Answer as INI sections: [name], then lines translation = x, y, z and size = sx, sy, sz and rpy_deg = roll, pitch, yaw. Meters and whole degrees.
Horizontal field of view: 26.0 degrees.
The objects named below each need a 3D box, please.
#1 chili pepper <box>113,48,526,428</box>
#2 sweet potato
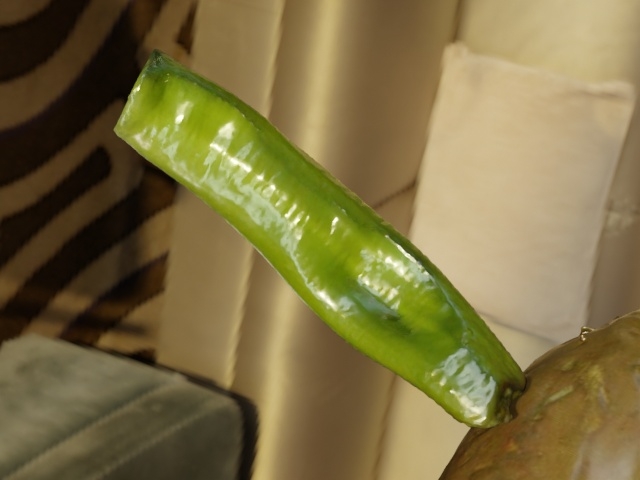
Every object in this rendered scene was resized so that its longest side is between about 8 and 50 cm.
[chili pepper]
translation = 0.000, 0.000, 0.550
size = 0.052, 0.201, 0.050
rpy_deg = -46, 173, -25
[sweet potato]
translation = 0.069, 0.171, 0.546
size = 0.423, 0.130, 0.130
rpy_deg = -48, 147, -36
